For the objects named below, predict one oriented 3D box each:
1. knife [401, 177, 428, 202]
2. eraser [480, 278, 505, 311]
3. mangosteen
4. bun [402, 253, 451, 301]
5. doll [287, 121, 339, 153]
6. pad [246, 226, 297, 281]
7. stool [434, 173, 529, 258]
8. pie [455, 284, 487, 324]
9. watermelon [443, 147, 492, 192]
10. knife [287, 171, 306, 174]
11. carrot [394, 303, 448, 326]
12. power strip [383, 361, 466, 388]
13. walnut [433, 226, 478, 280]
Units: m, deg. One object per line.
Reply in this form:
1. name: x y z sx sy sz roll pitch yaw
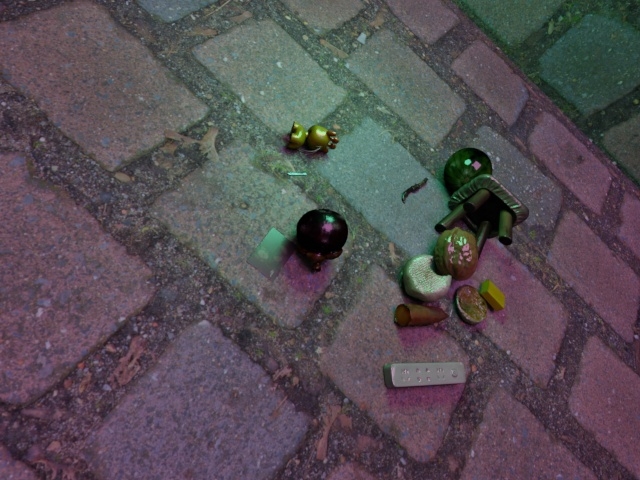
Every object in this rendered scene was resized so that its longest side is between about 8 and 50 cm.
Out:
1. knife: 0.458 -0.256 2.132 0.046 0.021 0.222 48 59 1
2. eraser: 0.807 0.256 2.038 0.122 0.045 0.097 44 41 -9
3. mangosteen: 0.000 0.000 1.688 0.211 0.211 0.250 8 95 -24
4. bun: 0.453 0.169 1.869 0.203 0.127 0.213 -5 61 -1
5. doll: -0.029 -0.447 1.909 0.220 0.143 0.136 12 61 -14
6. pad: -0.183 0.050 1.674 0.127 0.004 0.190 38 55 -7
7. stool: 0.751 -0.101 2.038 0.310 0.310 0.226 41 56 -2
8. pie: 0.684 0.291 1.981 0.186 0.041 0.187 12 62 -23
9. watermelon: 0.739 -0.345 2.187 0.242 0.242 0.243 11 63 -22
10. knife: -0.102 -0.287 1.871 0.090 0.005 0.014 -6 72 -29
11. carrot: 0.436 0.311 1.815 0.262 0.102 0.102 5 65 -29
12. power strip: 0.429 0.531 1.727 0.384 0.062 0.091 6 68 -24
13. walnut: 0.610 0.059 1.960 0.198 0.198 0.245 10 82 -23
